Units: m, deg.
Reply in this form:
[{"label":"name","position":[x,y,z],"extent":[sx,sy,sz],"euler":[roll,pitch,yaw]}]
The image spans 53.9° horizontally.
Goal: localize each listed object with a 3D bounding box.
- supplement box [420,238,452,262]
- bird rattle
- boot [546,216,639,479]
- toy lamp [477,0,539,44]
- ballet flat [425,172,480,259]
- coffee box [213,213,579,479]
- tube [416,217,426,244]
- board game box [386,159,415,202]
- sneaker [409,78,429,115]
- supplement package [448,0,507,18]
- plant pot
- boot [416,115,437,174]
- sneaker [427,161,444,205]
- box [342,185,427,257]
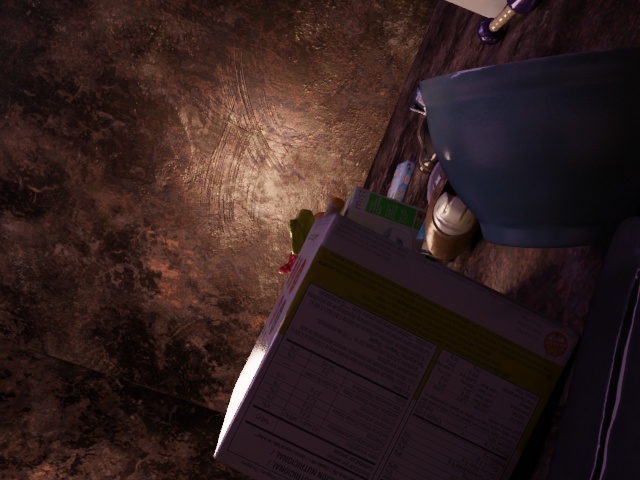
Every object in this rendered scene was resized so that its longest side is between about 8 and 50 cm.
[{"label":"supplement box","position":[0.270,-0.001,1.401],"extent":[0.083,0.056,0.083],"euler":[-168,98,-85]},{"label":"bird rattle","position":[0.000,0.000,1.591],"extent":[0.207,0.143,0.253],"euler":[-60,-8,-22]},{"label":"boot","position":[0.221,0.198,0.547],"extent":[0.367,0.146,0.445],"euler":[159,129,-73]},{"label":"toy lamp","position":[0.448,-0.543,1.491],"extent":[0.274,0.080,0.080],"euler":[142,148,-84]},{"label":"ballet flat","position":[0.293,-0.113,1.225],"extent":[0.342,0.116,0.124],"euler":[-64,-9,14]},{"label":"coffee box","position":[0.081,0.185,0.905],"extent":[0.334,0.338,0.337],"euler":[-64,3,-1]},{"label":"tube","position":[0.295,-0.084,1.547],"extent":[0.207,0.052,0.080],"euler":[-66,8,-13]},{"label":"board game box","position":[0.271,-0.174,2.239],"extent":[0.160,0.039,0.212],"euler":[-158,88,-85]},{"label":"sneaker","position":[0.318,-0.339,1.663],"extent":[0.282,0.153,0.099],"euler":[-77,8,-56]},{"label":"supplement package","position":[0.413,-0.770,1.684],"extent":[0.199,0.262,0.198],"euler":[125,164,-72]},{"label":"plant pot","position":[0.267,-0.100,0.721],"extent":[0.293,0.293,0.196],"euler":[-99,4,-81]},{"label":"boot","position":[0.343,-0.308,1.837],"extent":[0.137,0.076,0.198],"euler":[127,150,-59]},{"label":"sneaker","position":[0.309,-0.168,1.345],"extent":[0.115,0.105,0.281],"euler":[133,157,-79]},{"label":"box","position":[0.148,0.026,1.641],"extent":[0.127,0.231,0.262],"euler":[122,168,-70]}]
